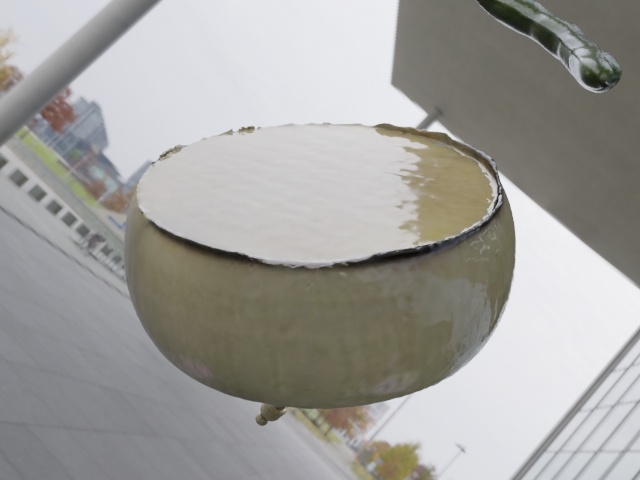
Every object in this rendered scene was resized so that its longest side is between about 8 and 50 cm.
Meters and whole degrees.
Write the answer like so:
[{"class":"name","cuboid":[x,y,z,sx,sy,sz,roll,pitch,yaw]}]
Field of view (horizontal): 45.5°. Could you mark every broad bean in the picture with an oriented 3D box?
[{"class":"broad bean","cuboid":[0.268,-0.241,0.904,0.144,0.049,0.292,3,35,-36]}]

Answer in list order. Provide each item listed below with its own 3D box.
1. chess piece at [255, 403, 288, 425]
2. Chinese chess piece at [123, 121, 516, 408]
[{"class":"chess piece","cuboid":[-0.055,0.206,0.951,0.035,0.035,0.092,44,-51,4]},{"class":"Chinese chess piece","cuboid":[0.000,0.000,0.495,0.249,0.249,0.103,34,-48,47]}]
